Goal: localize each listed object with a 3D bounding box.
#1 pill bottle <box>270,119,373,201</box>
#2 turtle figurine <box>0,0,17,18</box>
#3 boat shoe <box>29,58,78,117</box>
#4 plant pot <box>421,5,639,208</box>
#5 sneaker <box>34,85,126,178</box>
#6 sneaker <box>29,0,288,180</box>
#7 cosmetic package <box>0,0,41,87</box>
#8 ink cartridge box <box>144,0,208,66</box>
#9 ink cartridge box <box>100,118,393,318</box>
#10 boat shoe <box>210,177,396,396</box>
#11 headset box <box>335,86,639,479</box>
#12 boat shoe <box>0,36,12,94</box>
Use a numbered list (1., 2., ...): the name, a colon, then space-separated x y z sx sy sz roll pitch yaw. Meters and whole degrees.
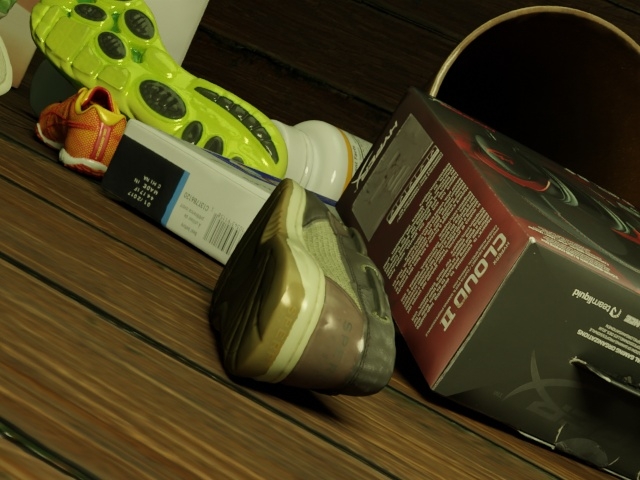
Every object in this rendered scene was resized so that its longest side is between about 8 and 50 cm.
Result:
1. pill bottle: 0.021 -0.040 1.360 0.215 0.117 0.117 21 6 -37
2. turtle figurine: -0.364 -0.278 1.322 0.275 0.198 0.266 -17 36 -9
3. boat shoe: -0.216 -0.119 1.399 0.083 0.065 0.183 27 8 -42
4. plant pot: 0.152 -0.068 1.211 0.215 0.215 0.230 24 -8 -12
5. sneaker: -0.190 -0.095 1.186 0.064 0.067 0.175 21 4 -27
6. sneaker: -0.155 -0.115 1.264 0.295 0.109 0.123 44 -31 19
7. cosmetic package: -0.364 -0.345 1.681 0.153 0.296 0.129 23 4 -21
8. ink cartridge box: -0.228 -0.242 1.691 0.131 0.226 0.306 23 6 -14
9. ink cartridge box: 0.000 0.000 1.124 0.165 0.065 0.333 29 7 39
10. boat shoe: -0.006 0.028 0.705 0.073 0.080 0.223 30 9 -9
11. headset box: 0.153 0.036 0.914 0.218 0.110 0.293 25 17 -21
12. boat shoe: -0.290 -0.109 0.880 0.079 0.084 0.233 -15 -6 25
